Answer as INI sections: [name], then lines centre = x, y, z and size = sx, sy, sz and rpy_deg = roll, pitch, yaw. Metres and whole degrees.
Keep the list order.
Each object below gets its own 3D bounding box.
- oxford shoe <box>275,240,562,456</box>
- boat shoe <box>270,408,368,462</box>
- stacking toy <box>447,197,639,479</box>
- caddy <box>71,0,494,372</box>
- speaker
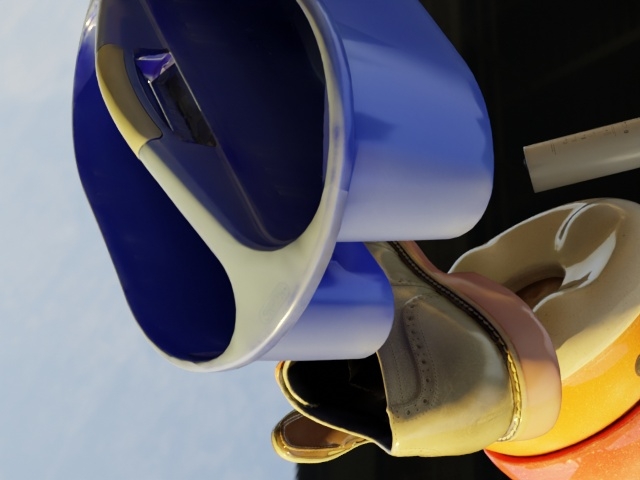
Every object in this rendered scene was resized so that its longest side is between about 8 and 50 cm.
[oxford shoe]
centre = 0.017, 0.063, 0.923
size = 0.397, 0.147, 0.140
rpy_deg = 20, -60, 61
[boat shoe]
centre = 0.048, 0.276, 1.777
size = 0.095, 0.258, 0.095
rpy_deg = -47, -121, 52
[stacking toy]
centre = 0.343, 0.220, 1.336
size = 0.351, 0.480, 0.350
rpy_deg = -34, -163, 12
[caddy]
centre = -0.053, -0.076, 0.720
size = 0.241, 0.179, 0.341
rpy_deg = -57, -135, 31
[speaker]
centre = 0.295, -0.094, 1.265
size = 0.136, 0.055, 0.055
rpy_deg = -14, -130, 12
